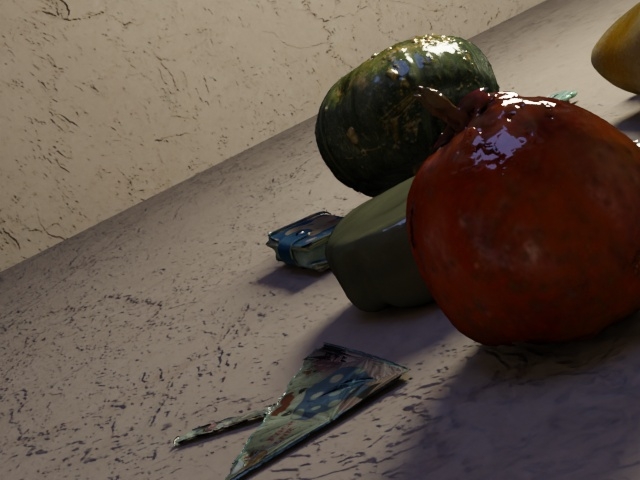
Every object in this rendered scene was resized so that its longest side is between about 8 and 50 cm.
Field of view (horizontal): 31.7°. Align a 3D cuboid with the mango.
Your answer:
[{"bbox_3d":[0.576,-0.314,1.769,0.221,0.199,0.384,-53,18,-20],"label":"mango"}]

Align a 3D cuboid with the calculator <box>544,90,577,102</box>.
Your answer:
[{"bbox_3d":[0.441,-0.267,2.231,0.153,0.021,0.095,-11,18,46],"label":"calculator"}]

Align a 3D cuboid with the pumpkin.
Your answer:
[{"bbox_3d":[0.155,-0.214,1.959,0.291,0.258,0.327,-2,-23,-28],"label":"pumpkin"}]

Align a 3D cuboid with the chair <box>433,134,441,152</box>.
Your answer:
[{"bbox_3d":[0.258,-0.123,1.708,0.145,0.140,0.221,-33,8,7],"label":"chair"}]

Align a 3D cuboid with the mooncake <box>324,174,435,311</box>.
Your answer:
[{"bbox_3d":[0.137,-0.007,1.503,0.274,0.135,0.275,-27,11,6],"label":"mooncake"}]

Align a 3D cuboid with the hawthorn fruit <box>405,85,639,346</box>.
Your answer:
[{"bbox_3d":[0.201,-0.040,1.156,0.276,0.307,0.276,-37,11,9],"label":"hawthorn fruit"}]

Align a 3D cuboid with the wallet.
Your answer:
[{"bbox_3d":[0.000,0.001,1.885,0.141,0.059,0.202,-22,13,-19],"label":"wallet"}]

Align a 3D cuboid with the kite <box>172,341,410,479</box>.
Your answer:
[{"bbox_3d":[-0.034,0.189,1.300,0.314,0.012,0.335,-19,13,24],"label":"kite"}]

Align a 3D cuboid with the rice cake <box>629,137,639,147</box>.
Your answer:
[{"bbox_3d":[0.381,-0.090,1.371,0.364,0.073,0.056,8,34,38],"label":"rice cake"}]
